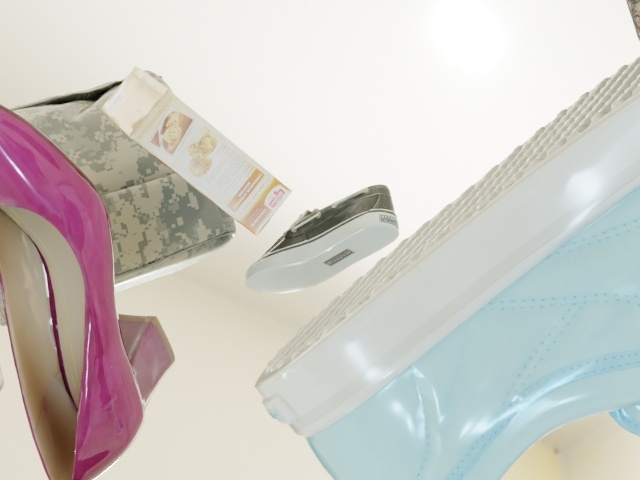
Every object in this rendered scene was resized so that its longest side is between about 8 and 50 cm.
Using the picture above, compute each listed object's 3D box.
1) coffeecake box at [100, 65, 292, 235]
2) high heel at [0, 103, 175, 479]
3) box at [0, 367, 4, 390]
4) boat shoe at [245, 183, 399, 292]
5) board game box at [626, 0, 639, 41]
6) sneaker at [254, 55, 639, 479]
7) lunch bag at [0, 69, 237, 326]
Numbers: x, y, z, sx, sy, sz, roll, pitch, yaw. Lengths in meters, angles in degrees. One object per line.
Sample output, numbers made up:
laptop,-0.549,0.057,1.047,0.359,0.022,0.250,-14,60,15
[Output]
coffeecake box,-0.138,-0.100,1.477,0.185,0.068,0.142,39,180,-28
high heel,-0.261,0.053,1.212,0.377,0.127,0.181,59,-136,-29
box,-0.496,0.127,1.313,0.294,0.296,0.182,-10,-79,-2
boat shoe,0.000,0.000,1.611,0.078,0.219,0.070,31,-138,-47
board game box,0.241,-0.316,0.862,0.291,0.141,0.232,55,-147,-48
sneaker,0.152,0.010,0.648,0.150,0.366,0.135,52,-174,-6
lunch bag,-0.284,-0.062,1.630,0.305,0.212,0.256,-20,-92,-35
